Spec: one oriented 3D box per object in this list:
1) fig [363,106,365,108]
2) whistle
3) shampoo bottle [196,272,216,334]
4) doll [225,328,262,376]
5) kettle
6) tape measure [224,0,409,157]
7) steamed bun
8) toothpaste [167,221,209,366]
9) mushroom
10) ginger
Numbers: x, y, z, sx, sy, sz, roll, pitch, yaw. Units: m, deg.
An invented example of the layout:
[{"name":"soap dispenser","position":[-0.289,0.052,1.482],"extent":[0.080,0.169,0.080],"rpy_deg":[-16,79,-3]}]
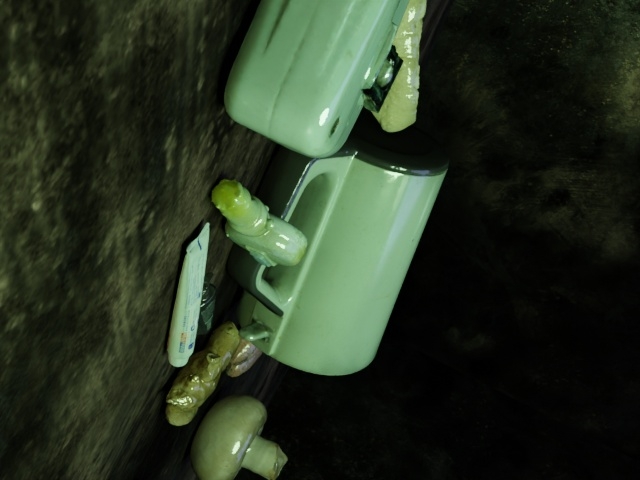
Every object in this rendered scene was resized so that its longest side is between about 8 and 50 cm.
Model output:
[{"name":"fig","position":[0.091,-0.179,1.412],"extent":[0.195,0.195,0.245],"rpy_deg":[-58,137,-45]},{"name":"whistle","position":[-0.079,-0.015,0.868],"extent":[0.057,0.104,0.198],"rpy_deg":[-65,161,-9]},{"name":"shampoo bottle","position":[-0.150,0.081,0.938],"extent":[0.048,0.027,0.137],"rpy_deg":[-51,169,-28]},{"name":"doll","position":[-0.066,0.159,1.480],"extent":[0.303,0.156,0.201],"rpy_deg":[-55,177,-30]},{"name":"kettle","position":[0.000,0.000,1.148],"extent":[0.361,0.250,0.377],"rpy_deg":[-11,130,-47]},{"name":"tape measure","position":[0.018,-0.200,0.709],"extent":[0.243,0.125,0.246],"rpy_deg":[-64,174,5]},{"name":"steamed bun","position":[0.098,-0.308,1.083],"extent":[0.212,0.110,0.231],"rpy_deg":[88,6,-53]},{"name":"toothpaste","position":[-0.153,0.072,0.861],"extent":[0.052,0.033,0.218],"rpy_deg":[-58,170,-48]},{"name":"mushroom","position":[-0.162,0.426,1.538],"extent":[0.204,0.204,0.204],"rpy_deg":[-63,174,-11]},{"name":"ginger","position":[-0.168,0.189,1.103],"extent":[0.214,0.058,0.133],"rpy_deg":[-56,175,-44]}]
